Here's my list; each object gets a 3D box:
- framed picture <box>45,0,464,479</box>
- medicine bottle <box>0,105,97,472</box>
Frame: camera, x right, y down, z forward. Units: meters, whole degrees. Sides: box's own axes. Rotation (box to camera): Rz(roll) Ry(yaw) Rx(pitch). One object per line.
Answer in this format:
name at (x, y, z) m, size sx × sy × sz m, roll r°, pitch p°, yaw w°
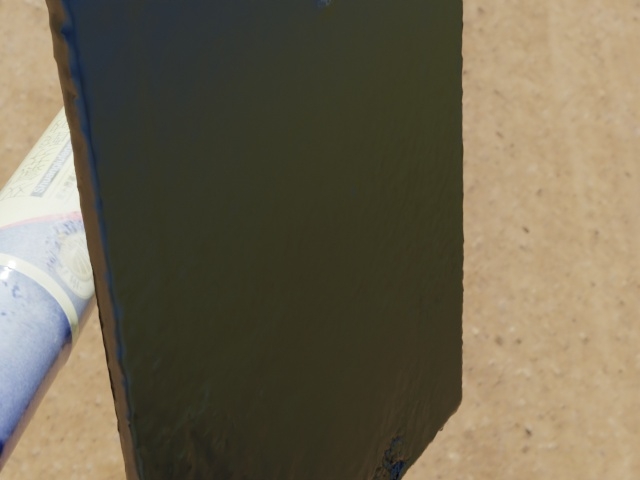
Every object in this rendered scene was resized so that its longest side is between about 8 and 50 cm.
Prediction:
framed picture at (0.000, 0.000, 0.473) m, size 0.013 × 0.324 × 0.244 m, roll 13°, pitch 34°, yaw 28°
medicine bottle at (-0.111, 0.003, 0.505) m, size 0.059 × 0.059 × 0.231 m, roll 29°, pitch 36°, yaw -8°
